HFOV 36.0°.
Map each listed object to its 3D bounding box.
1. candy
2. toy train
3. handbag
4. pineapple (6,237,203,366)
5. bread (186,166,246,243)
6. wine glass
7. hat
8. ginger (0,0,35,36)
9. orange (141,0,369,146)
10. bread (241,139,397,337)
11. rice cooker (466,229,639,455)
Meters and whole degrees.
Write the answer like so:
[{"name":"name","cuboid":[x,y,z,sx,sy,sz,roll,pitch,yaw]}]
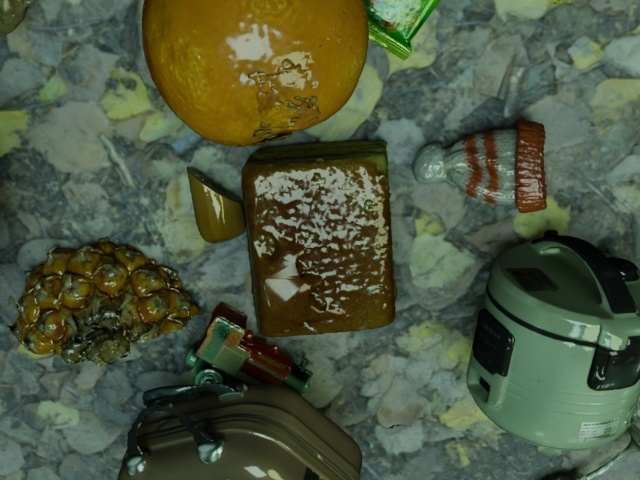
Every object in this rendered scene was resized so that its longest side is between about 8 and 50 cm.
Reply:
[{"name":"candy","cuboid":[0.107,-0.304,1.131,0.102,0.032,0.178,32,111,-11]},{"name":"toy train","cuboid":[-0.092,0.173,1.331,0.176,0.074,0.118,30,108,-8]},{"name":"handbag","cuboid":[-0.129,0.284,1.274,0.302,0.149,0.283,-16,126,36]},{"name":"pineapple","cuboid":[-0.297,0.080,1.254,0.250,0.164,0.139,-6,106,9]},{"name":"bread","cuboid":[-0.131,-0.047,1.247,0.062,0.049,0.103,-5,115,5]},{"name":"wine glass","cuboid":[0.352,0.352,1.393,0.074,0.074,0.262,42,110,-14]},{"name":"hat","cuboid":[0.191,-0.089,1.194,0.162,0.093,0.112,1,88,9]},{"name":"ginger","cuboid":[-0.426,-0.317,1.125,0.104,0.080,0.204,-40,108,23]},{"name":"orange","cuboid":[-0.069,-0.223,1.066,0.246,0.246,0.246,1,114,2]},{"name":"bread","cuboid":[0.000,0.000,1.228,0.184,0.110,0.234,-4,113,4]},{"name":"rice cooker","cuboid":[0.297,0.119,1.206,0.226,0.226,0.244,10,114,-2]}]
